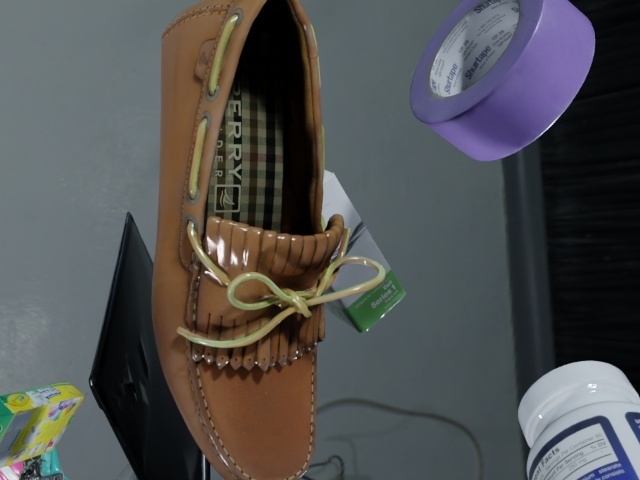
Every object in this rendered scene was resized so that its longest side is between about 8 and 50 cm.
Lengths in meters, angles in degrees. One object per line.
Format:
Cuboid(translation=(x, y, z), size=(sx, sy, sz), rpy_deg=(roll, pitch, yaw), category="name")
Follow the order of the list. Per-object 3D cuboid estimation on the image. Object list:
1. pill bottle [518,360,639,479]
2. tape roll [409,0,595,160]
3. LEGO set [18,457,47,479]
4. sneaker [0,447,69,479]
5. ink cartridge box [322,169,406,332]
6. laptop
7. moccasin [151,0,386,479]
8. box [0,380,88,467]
Cuboid(translation=(0.288, 0.251, 0.804), size=(0.153, 0.264, 0.153), rpy_deg=(-4, 127, -5), category="pill bottle")
Cuboid(translation=(0.187, -0.184, 0.887), size=(0.080, 0.189, 0.189), rpy_deg=(30, 74, -25), category="tape roll")
Cuboid(translation=(-0.481, 0.377, 1.359), size=(0.023, 0.054, 0.083), rpy_deg=(46, 29, 4), category="LEGO set")
Cuboid(translation=(-0.553, 0.492, 1.558), size=(0.178, 0.124, 0.295), rpy_deg=(11, 49, -13), category="sneaker")
Cuboid(translation=(0.000, 0.000, 1.151), size=(0.092, 0.160, 0.219), rpy_deg=(-39, 120, -13), category="ink cartridge box")
Cuboid(translation=(-0.250, 0.250, 0.954), size=(0.236, 0.382, 0.408), rpy_deg=(35, 105, -20), category="laptop")
Cuboid(translation=(-0.042, 0.001, 0.639), size=(0.139, 0.147, 0.380), rpy_deg=(4, 88, -36), category="moccasin")
Cuboid(translation=(-0.403, 0.255, 1.173), size=(0.105, 0.043, 0.179), rpy_deg=(-58, 162, 8), category="box")
